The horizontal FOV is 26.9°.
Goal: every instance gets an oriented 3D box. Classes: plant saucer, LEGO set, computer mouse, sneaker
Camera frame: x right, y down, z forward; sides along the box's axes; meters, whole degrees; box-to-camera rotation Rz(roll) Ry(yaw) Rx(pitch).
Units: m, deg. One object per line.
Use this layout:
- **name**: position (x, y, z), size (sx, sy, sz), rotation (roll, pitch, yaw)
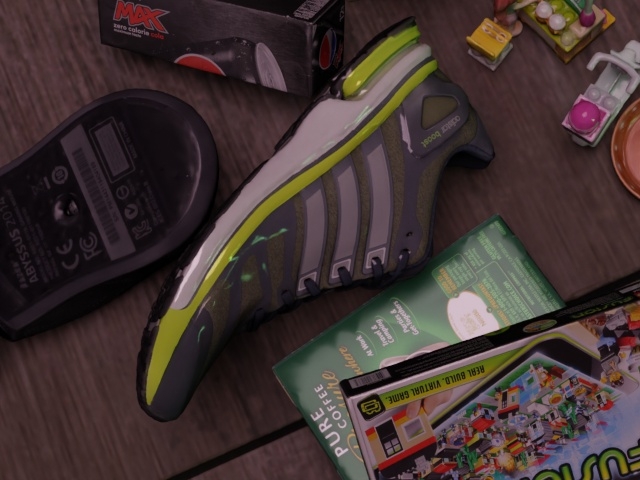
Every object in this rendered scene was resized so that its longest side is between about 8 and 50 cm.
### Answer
- **plant saucer**: position (0.236, -0.060, 0.894), size (0.083, 0.013, 0.083), rotation (-2, 78, 8)
- **LEGO set**: position (0.087, -0.178, 0.893), size (0.287, 0.107, 0.132), rotation (25, 83, 13)
- **computer mouse**: position (-0.182, -0.014, 0.927), size (0.272, 0.072, 0.188), rotation (-24, 78, 16)
- **sneaker**: position (0.000, 0.000, 0.832), size (0.121, 0.111, 0.300), rotation (41, 78, -4)

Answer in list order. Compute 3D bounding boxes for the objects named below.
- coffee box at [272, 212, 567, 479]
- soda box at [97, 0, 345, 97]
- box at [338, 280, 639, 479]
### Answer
- **coffee box**: position (0.073, 0.079, 0.876), size (0.184, 0.040, 0.113), rotation (-36, 76, 0)
- **soda box**: position (-0.069, -0.151, 0.917), size (0.169, 0.060, 0.053), rotation (17, 38, 21)
- **box**: position (0.127, 0.110, 0.827), size (0.207, 0.036, 0.114), rotation (-19, 102, -3)
